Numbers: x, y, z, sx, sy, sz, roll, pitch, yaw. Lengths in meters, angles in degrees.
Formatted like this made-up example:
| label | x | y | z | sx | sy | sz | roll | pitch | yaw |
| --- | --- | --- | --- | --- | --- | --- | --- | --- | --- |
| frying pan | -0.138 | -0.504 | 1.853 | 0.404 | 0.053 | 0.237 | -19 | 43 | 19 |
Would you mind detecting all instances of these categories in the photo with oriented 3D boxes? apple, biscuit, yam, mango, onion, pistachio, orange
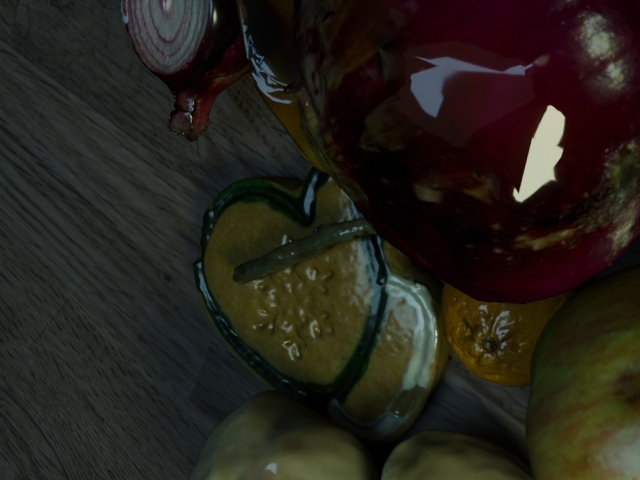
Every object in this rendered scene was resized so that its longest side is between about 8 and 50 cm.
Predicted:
| label | x | y | z | sx | sy | sz | roll | pitch | yaw |
| --- | --- | --- | --- | --- | --- | --- | --- | --- | --- |
| apple | 0.286 | 0.141 | 0.806 | 0.264 | 0.264 | 0.264 | 6 | 100 | 38 |
| biscuit | -0.002 | 0.042 | 1.141 | 0.343 | 0.057 | 0.287 | 37 | 118 | 29 |
| yam | 0.000 | 0.001 | 1.086 | 0.234 | 0.029 | 0.027 | -21 | 106 | 34 |
| mango | 0.010 | -0.179 | 1.037 | 0.136 | 0.166 | 0.236 | -7 | 87 | 12 |
| onion | -0.122 | -0.216 | 1.150 | 0.195 | 0.139 | 0.218 | 6 | 100 | 42 |
| pistachio | -0.022 | 0.310 | 1.096 | 0.207 | 0.226 | 0.332 | -14 | 108 | 16 |
| onion | 0.171 | -0.147 | 0.839 | 0.385 | 0.348 | 0.348 | -28 | 76 | -2 |
| pistachio | 0.158 | 0.307 | 0.978 | 0.293 | 0.181 | 0.162 | 60 | 171 | 12 |
| orange | 0.170 | 0.067 | 0.969 | 0.135 | 0.117 | 0.136 | 1 | 92 | 34 |
